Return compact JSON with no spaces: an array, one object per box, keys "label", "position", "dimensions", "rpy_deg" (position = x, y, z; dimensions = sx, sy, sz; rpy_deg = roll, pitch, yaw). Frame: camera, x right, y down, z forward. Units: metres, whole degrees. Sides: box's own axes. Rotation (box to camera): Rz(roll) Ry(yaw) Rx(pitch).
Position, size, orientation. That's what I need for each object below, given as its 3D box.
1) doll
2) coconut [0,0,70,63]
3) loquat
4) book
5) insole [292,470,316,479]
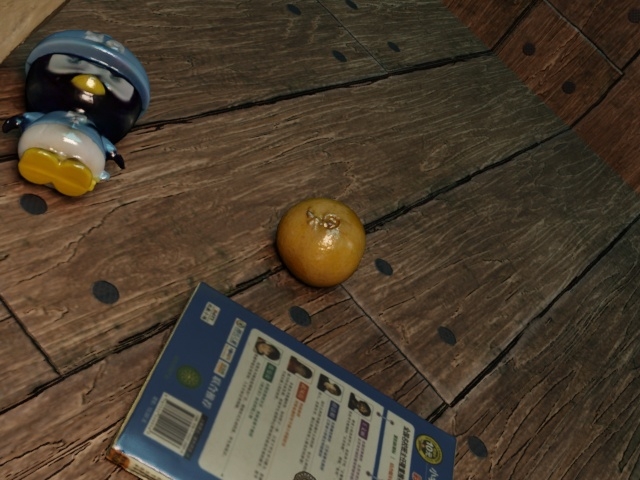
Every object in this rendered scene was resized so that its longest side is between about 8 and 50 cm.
[{"label":"doll","position":[-0.328,-0.192,1.197],"dimensions":[0.177,0.141,0.314],"rpy_deg":[20,42,-19]},{"label":"coconut","position":[-0.489,-0.344,1.043],"dimensions":[0.415,0.345,0.415],"rpy_deg":[4,51,-4]},{"label":"loquat","position":[0.000,0.000,1.294],"dimensions":[0.141,0.141,0.141],"rpy_deg":[25,37,-20]},{"label":"book","position":[-0.019,0.255,1.066],"dimensions":[0.428,0.039,0.300],"rpy_deg":[33,35,-9]},{"label":"insole","position":[-0.036,0.308,0.959],"dimensions":[0.045,0.002,0.135],"rpy_deg":[41,40,-1]}]
